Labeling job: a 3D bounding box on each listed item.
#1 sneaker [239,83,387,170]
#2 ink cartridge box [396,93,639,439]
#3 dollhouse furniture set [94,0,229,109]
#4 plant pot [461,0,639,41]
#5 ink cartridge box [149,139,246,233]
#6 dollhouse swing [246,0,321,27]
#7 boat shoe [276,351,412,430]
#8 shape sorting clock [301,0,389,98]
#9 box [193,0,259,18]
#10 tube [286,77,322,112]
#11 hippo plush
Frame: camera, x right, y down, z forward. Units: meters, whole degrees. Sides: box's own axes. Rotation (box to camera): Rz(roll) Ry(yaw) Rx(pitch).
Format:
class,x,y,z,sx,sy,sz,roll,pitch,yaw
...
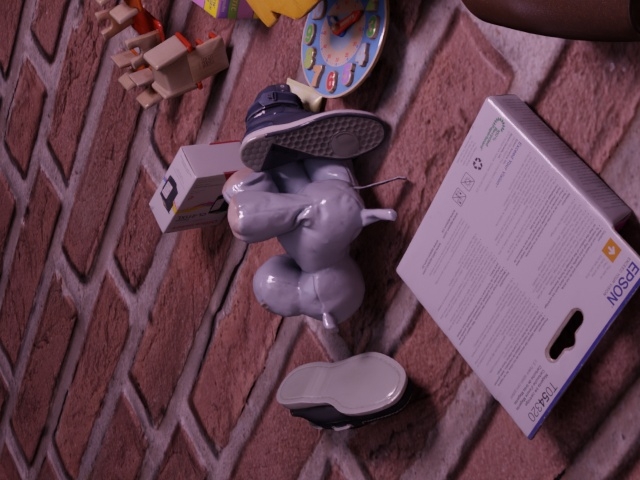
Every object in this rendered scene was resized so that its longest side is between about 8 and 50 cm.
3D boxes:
class,x,y,z,sx,sy,sz,roll,pitch,yaw
sneaker,-0.011,-0.190,1.908,0.163,0.226,0.086,-88,-10,-57
ink cartridge box,0.266,0.034,1.612,0.330,0.071,0.324,52,134,31
dollhouse furniture set,-0.294,-0.369,2.240,0.259,0.135,0.262,44,156,38
plant pot,0.300,-0.310,1.364,0.230,0.215,0.215,38,126,46
ink cartridge box,-0.214,-0.095,2.205,0.072,0.127,0.175,62,141,22
dollhouse swing,0.015,-0.553,1.769,0.315,0.305,0.347,52,142,-3
boat shoe,0.054,0.245,1.933,0.302,0.091,0.114,-4,49,56
shape sorting clock,0.033,-0.317,1.861,0.206,0.040,0.206,-23,59,47
box,-0.170,-0.516,2.072,0.243,0.117,0.214,41,128,42
tube,-0.051,-0.142,2.031,0.062,0.070,0.240,-63,-13,-74
hippo plush,0.000,0.000,1.910,0.294,0.234,0.237,1,122,14
